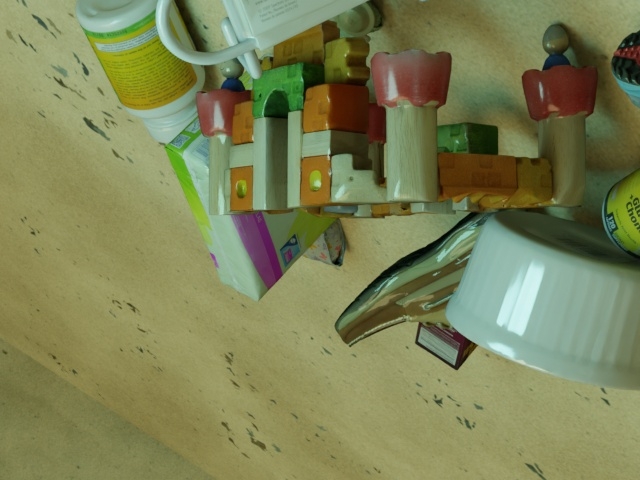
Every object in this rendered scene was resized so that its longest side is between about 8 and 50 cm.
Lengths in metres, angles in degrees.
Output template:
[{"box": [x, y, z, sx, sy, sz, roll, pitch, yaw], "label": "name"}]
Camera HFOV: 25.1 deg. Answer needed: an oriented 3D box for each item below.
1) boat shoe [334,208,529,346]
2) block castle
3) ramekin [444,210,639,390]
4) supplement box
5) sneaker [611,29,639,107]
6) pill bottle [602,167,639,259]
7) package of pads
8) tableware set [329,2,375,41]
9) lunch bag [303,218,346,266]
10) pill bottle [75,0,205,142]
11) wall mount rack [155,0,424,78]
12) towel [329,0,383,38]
[{"box": [0.162, 0.063, 1.916, 0.324, 0.122, 0.120, -35, 93, 28], "label": "boat shoe"}, {"box": [0.072, -0.139, 1.690, 0.453, 0.303, 0.213, -2, 88, 56], "label": "block castle"}, {"box": [0.300, 0.063, 1.717, 0.277, 0.277, 0.135, 24, 106, 32], "label": "ramekin"}, {"box": [0.204, 0.092, 2.076, 0.081, 0.104, 0.188, 34, 153, 18], "label": "supplement box"}, {"box": [0.428, -0.142, 1.457, 0.262, 0.104, 0.125, 27, 166, 39], "label": "sneaker"}, {"box": [0.400, -0.049, 1.599, 0.103, 0.103, 0.184, 43, 154, -3], "label": "pill bottle"}, {"box": [-0.077, -0.091, 2.036, 0.101, 0.229, 0.296, 27, 151, 33], "label": "package of pads"}, {"box": [0.016, -0.317, 1.749, 0.141, 0.020, 0.169, 27, 134, 8], "label": "tableware set"}, {"box": [0.000, 0.000, 2.272, 0.071, 0.053, 0.083, 17, 135, 37], "label": "lunch bag"}, {"box": [-0.250, -0.265, 2.104, 0.136, 0.136, 0.246, 19, 146, 37], "label": "pill bottle"}, {"box": [-0.034, -0.340, 1.451, 0.130, 0.350, 0.304, 56, 170, 54], "label": "wall mount rack"}, {"box": [0.008, -0.313, 1.809, 0.148, 0.027, 0.110, 49, 154, -16], "label": "towel"}]
